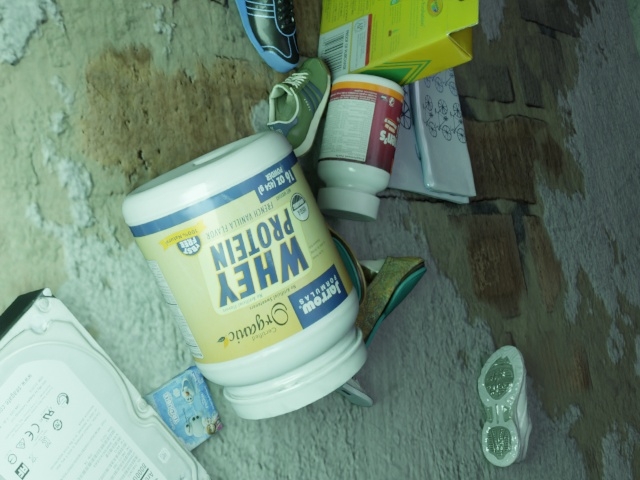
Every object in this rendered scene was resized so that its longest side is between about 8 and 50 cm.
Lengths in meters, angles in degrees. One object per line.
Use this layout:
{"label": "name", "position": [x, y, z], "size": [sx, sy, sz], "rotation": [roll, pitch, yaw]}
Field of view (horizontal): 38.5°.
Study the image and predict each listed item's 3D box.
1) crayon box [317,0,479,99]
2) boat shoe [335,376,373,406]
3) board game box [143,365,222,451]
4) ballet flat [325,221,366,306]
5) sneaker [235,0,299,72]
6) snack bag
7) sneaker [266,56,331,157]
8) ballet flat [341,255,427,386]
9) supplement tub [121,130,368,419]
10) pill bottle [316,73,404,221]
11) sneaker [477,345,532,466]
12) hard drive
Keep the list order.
{"label": "crayon box", "position": [0.142, -0.365, 1.528], "size": [0.081, 0.319, 0.202], "rotation": [30, 56, -43]}
{"label": "boat shoe", "position": [0.050, 0.229, 1.441], "size": [0.100, 0.035, 0.035], "rotation": [36, 54, -31]}
{"label": "board game box", "position": [-0.173, 0.219, 1.170], "size": [0.090, 0.020, 0.090], "rotation": [-30, 102, -51]}
{"label": "ballet flat", "position": [0.000, 0.000, 1.377], "size": [0.232, 0.080, 0.073], "rotation": [53, 22, 7]}
{"label": "sneaker", "position": [-0.078, -0.381, 1.442], "size": [0.081, 0.091, 0.232], "rotation": [-42, 111, -50]}
{"label": "snack bag", "position": [0.186, -0.243, 1.776], "size": [0.343, 0.037, 0.322], "rotation": [6, 74, -51]}
{"label": "sneaker", "position": [-0.038, -0.231, 1.460], "size": [0.086, 0.064, 0.192], "rotation": [41, 52, -43]}
{"label": "ballet flat", "position": [0.065, 0.096, 1.455], "size": [0.348, 0.123, 0.123], "rotation": [-46, 114, -51]}
{"label": "supplement tub", "position": [-0.087, 0.043, 1.168], "size": [0.228, 0.228, 0.316], "rotation": [-39, 108, -51]}
{"label": "pill bottle", "position": [0.061, -0.148, 1.484], "size": [0.121, 0.121, 0.221], "rotation": [17, 80, -48]}
{"label": "sneaker", "position": [0.366, 0.323, 1.782], "size": [0.115, 0.090, 0.232], "rotation": [25, 68, -53]}
{"label": "hard drive", "position": [-0.273, 0.251, 0.998], "size": [0.338, 0.064, 0.237], "rotation": [57, 41, -23]}
